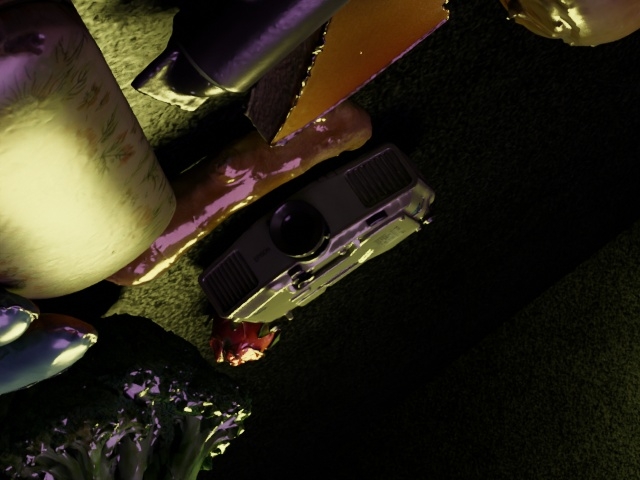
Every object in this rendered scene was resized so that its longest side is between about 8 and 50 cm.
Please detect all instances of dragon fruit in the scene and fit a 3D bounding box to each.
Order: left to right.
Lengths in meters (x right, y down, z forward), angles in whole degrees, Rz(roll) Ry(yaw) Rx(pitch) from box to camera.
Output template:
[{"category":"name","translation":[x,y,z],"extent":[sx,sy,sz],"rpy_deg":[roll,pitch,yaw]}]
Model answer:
[{"category":"dragon fruit","translation":[-0.092,0.110,1.650],"extent":[0.116,0.086,0.081],"rpy_deg":[-29,128,-44]}]

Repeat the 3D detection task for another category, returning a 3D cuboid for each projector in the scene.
[{"category":"projector","translation":[0.000,0.000,1.481],"extent":[0.269,0.088,0.193],"rpy_deg":[-35,167,8]}]

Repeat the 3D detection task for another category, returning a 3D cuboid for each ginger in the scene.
[{"category":"ginger","translation":[-0.083,-0.052,1.204],"extent":[0.299,0.065,0.118],"rpy_deg":[-32,164,-13]}]

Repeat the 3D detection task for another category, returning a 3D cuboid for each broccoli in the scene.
[{"category":"broccoli","translation":[-0.227,0.217,1.385],"extent":[0.308,0.275,0.308],"rpy_deg":[-6,171,-1]}]

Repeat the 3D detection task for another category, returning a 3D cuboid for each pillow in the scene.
[{"category":"pillow","translation":[-0.300,0.088,1.072],"extent":[0.214,0.086,0.233],"rpy_deg":[-10,164,13]}]

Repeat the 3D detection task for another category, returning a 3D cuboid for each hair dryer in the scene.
[{"category":"hair dryer","translation":[-0.093,-0.170,0.853],"extent":[0.196,0.078,0.248],"rpy_deg":[-39,154,22]}]

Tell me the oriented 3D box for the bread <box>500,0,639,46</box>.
[{"category":"bread","translation":[0.181,-0.239,0.919],"extent":[0.171,0.192,0.314],"rpy_deg":[-34,164,6]}]

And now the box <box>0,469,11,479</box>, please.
[{"category":"box","translation":[-0.404,0.361,1.773],"extent":[0.350,0.091,0.359],"rpy_deg":[-37,164,17]}]

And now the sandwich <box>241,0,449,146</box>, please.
[{"category":"sandwich","translation":[0.031,-0.170,1.083],"extent":[0.162,0.058,0.193],"rpy_deg":[-25,160,-31]}]

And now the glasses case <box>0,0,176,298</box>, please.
[{"category":"glasses case","translation":[-0.198,-0.052,0.907],"extent":[0.156,0.098,0.425],"rpy_deg":[-31,166,-6]}]
